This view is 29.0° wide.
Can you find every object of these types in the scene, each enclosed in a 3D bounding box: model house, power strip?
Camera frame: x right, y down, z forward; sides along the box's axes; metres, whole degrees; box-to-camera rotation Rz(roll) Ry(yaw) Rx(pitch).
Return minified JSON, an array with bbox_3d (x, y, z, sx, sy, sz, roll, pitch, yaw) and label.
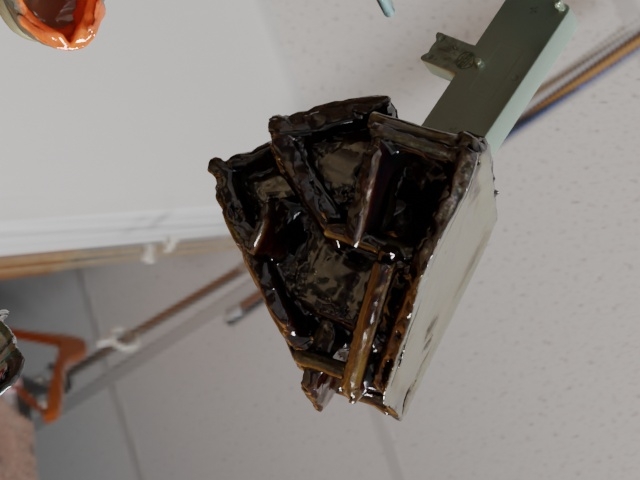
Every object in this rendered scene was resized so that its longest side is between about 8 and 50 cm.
[{"bbox_3d":[0.000,0.000,1.268,0.282,0.317,0.297,27,-99,17],"label":"model house"},{"bbox_3d":[0.184,-0.201,1.446,0.145,0.061,0.216,28,-100,38],"label":"power strip"}]

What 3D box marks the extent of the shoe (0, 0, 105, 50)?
[{"bbox_3d":[-0.263,-0.327,1.168,0.171,0.132,0.337,-130,-146,-53],"label":"shoe"}]

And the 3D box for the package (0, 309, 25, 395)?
[{"bbox_3d":[-0.280,0.119,0.890,0.166,0.040,0.232,-47,-165,-5],"label":"package"}]

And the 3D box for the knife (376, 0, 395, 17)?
[{"bbox_3d":[0.027,-0.265,1.046,0.015,0.210,0.028,-12,-128,15],"label":"knife"}]
